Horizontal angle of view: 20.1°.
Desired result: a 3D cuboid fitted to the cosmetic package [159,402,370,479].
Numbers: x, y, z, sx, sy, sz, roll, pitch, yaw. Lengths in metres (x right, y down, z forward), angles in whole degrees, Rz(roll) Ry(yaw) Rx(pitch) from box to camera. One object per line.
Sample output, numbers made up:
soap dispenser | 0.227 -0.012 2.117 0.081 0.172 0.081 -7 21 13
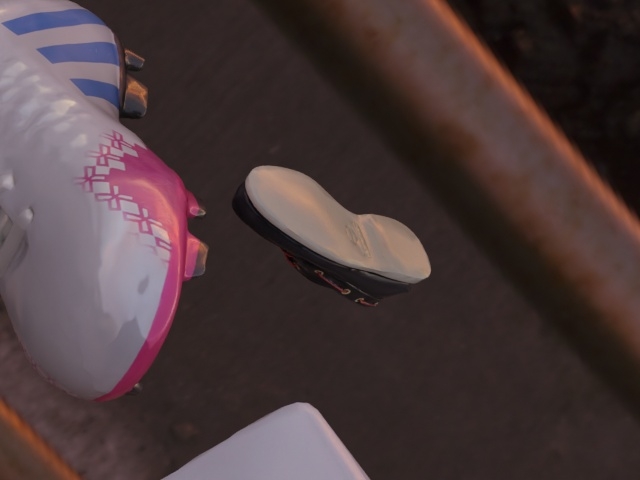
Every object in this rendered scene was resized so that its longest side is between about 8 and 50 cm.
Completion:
cosmetic package | -0.009 0.334 0.553 0.327 0.393 0.329 -33 50 -3

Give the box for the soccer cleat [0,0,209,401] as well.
soccer cleat | -0.151 -0.036 0.872 0.143 0.116 0.331 22 19 -24

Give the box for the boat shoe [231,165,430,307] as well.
boat shoe | 0.000 0.002 0.887 0.133 0.042 0.049 24 42 -48
